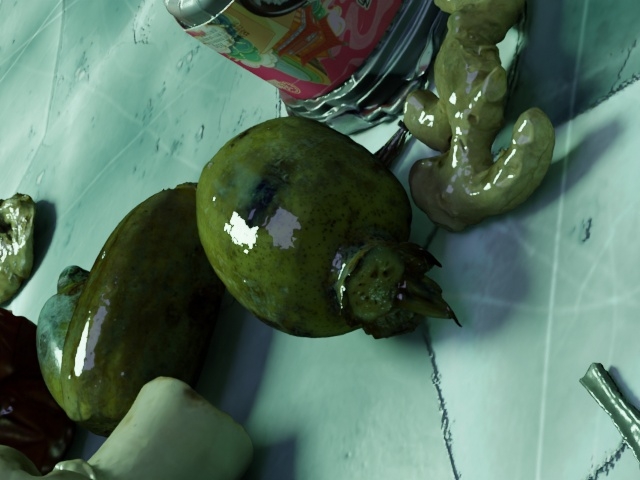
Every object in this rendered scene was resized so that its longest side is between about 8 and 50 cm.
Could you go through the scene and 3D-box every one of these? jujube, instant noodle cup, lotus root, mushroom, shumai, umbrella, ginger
[{"bbox_3d":[-0.361,0.153,1.810,0.213,0.232,0.213,-37,42,43],"label":"jujube"},{"bbox_3d":[-0.022,-0.237,1.588,0.258,0.182,0.302,-57,30,17],"label":"instant noodle cup"},{"bbox_3d":[-0.212,0.090,1.757,0.113,0.088,0.192,-32,38,3],"label":"lotus root"},{"bbox_3d":[-0.187,0.231,1.457,0.292,0.292,0.290,-23,33,51],"label":"mushroom"},{"bbox_3d":[-0.002,-0.001,1.418,0.154,0.154,0.278,-61,37,10],"label":"lotus root"},{"bbox_3d":[-0.373,0.008,2.093,0.139,0.105,0.123,109,161,-51],"label":"shumai"},{"bbox_3d":[-0.150,0.063,1.631,0.124,0.123,0.241,126,161,-66],"label":"lotus root"},{"bbox_3d":[0.048,-0.062,1.515,0.083,0.020,0.031,-50,33,17],"label":"umbrella"},{"bbox_3d":[0.106,-0.115,1.416,0.149,0.065,0.258,-48,35,34],"label":"ginger"}]

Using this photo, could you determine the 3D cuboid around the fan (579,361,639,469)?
[{"bbox_3d":[0.221,0.164,1.067,0.229,0.011,0.335,-58,30,15],"label":"fan"}]
